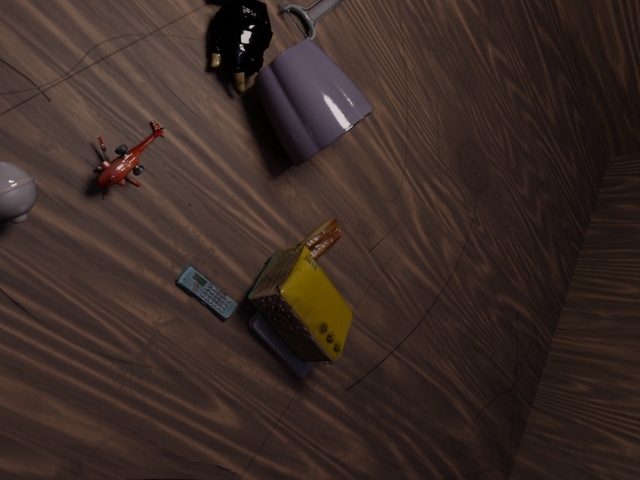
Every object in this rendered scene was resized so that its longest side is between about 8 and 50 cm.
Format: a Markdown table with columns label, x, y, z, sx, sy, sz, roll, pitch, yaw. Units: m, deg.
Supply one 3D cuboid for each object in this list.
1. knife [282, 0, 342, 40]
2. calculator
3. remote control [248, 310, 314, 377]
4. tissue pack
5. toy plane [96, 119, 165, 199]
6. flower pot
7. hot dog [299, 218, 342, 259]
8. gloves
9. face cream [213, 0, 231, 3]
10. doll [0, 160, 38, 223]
| label | x | y | z | sx | sy | sz | roll | pitch | yaw |
| --- | --- | --- | --- | --- | --- | --- | --- | --- | --- |
| knife | -0.001 | -0.681 | 1.208 | 0.123 | 0.053 | 0.278 | 52 | 60 | -23 |
| calculator | -0.277 | 0.131 | 1.032 | 0.172 | 0.018 | 0.057 | 48 | 62 | -28 |
| remote control | -0.094 | 0.275 | 1.173 | 0.103 | 0.034 | 0.250 | -52 | 120 | -26 |
| tissue pack | -0.039 | 0.172 | 1.119 | 0.271 | 0.134 | 0.192 | 55 | 38 | -26 |
| toy plane | -0.394 | -0.176 | 0.894 | 0.194 | 0.077 | 0.126 | -37 | 123 | -42 |
| flower pot | -0.029 | -0.363 | 1.081 | 0.265 | 0.265 | 0.243 | -42 | 106 | -30 |
| hot dog | 0.000 | 0.000 | 1.235 | 0.165 | 0.045 | 0.071 | -40 | 117 | -31 |
| gloves | -0.191 | -0.470 | 1.028 | 0.164 | 0.124 | 0.203 | -9 | 90 | -20 |
| face cream | -0.253 | -0.742 | 0.980 | 0.163 | 0.080 | 0.337 | -15 | 100 | -39 |
| doll | -0.605 | -0.041 | 0.681 | 0.287 | 0.151 | 0.151 | -42 | 116 | -34 |
